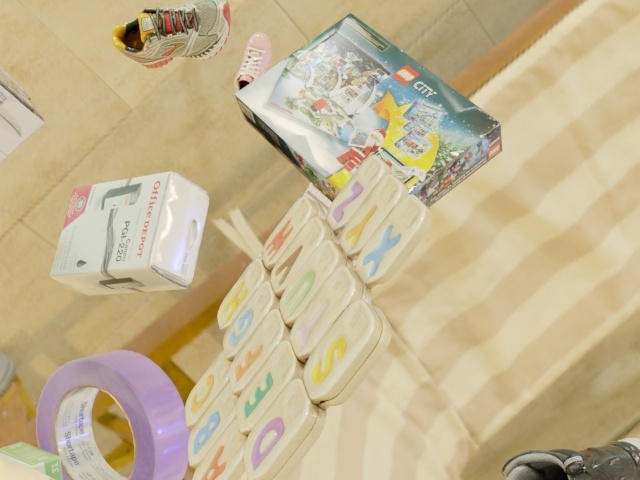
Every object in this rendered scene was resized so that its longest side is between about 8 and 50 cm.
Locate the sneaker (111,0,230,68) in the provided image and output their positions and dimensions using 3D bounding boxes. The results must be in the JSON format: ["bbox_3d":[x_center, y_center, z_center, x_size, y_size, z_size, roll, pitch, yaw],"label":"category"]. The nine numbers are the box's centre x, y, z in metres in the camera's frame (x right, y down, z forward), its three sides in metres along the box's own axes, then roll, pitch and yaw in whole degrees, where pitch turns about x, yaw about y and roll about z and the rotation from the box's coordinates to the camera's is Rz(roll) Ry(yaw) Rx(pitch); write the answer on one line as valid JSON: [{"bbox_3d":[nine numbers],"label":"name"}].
[{"bbox_3d":[-0.235,-0.326,1.422,0.093,0.225,0.088,10,72,-56],"label":"sneaker"}]

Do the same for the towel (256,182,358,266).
[{"bbox_3d":[0.000,0.000,1.478,0.144,0.029,0.197,39,76,-19],"label":"towel"}]

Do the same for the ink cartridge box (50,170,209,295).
[{"bbox_3d":[-0.288,-0.007,1.361,0.092,0.218,0.158,36,56,-50],"label":"ink cartridge box"}]

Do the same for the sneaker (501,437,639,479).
[{"bbox_3d":[0.257,0.312,1.042,0.153,0.101,0.268,10,133,-27],"label":"sneaker"}]

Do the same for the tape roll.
[{"bbox_3d":[-0.353,0.327,1.523,0.090,0.275,0.275,-9,125,-58],"label":"tape roll"}]

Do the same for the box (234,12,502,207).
[{"bbox_3d":[0.044,-0.119,0.906,0.159,0.233,0.044,-37,146,-12],"label":"box"}]

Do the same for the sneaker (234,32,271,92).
[{"bbox_3d":[-0.121,-0.308,1.618,0.051,0.070,0.134,15,96,-1],"label":"sneaker"}]

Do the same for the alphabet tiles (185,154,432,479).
[{"bbox_3d":[-0.025,0.061,0.698,0.021,0.284,0.278,33,101,-20],"label":"alphabet tiles"}]

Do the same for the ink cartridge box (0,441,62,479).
[{"bbox_3d":[-0.402,0.408,1.341,0.056,0.235,0.171,-12,101,-46],"label":"ink cartridge box"}]

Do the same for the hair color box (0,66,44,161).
[{"bbox_3d":[-0.546,-0.115,1.140,0.339,0.110,0.185,-39,145,0],"label":"hair color box"}]
